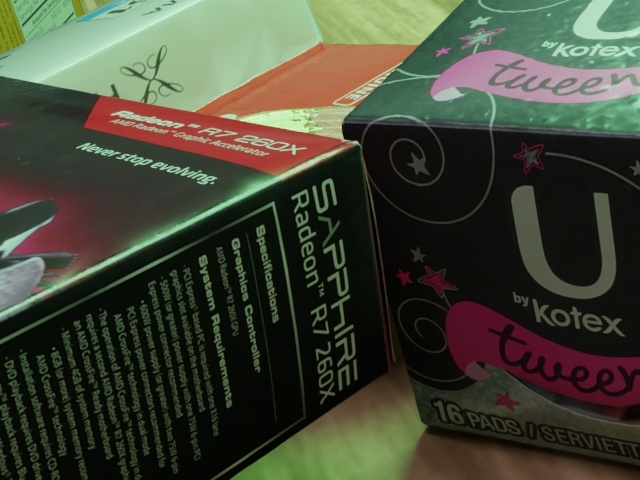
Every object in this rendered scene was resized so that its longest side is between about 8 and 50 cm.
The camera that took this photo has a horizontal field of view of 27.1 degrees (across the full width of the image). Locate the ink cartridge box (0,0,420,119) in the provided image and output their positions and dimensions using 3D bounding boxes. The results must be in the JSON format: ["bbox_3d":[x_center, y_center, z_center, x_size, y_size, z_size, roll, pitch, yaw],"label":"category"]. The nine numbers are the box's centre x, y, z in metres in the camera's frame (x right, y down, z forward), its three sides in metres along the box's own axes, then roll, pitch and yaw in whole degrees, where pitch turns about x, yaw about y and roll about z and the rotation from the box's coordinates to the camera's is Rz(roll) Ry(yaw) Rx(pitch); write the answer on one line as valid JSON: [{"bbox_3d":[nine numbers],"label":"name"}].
[{"bbox_3d":[-0.117,-0.068,0.704,0.296,0.066,0.261,-33,24,-28],"label":"ink cartridge box"}]

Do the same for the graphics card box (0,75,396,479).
[{"bbox_3d":[-0.183,0.052,0.379,0.233,0.094,0.371,15,33,41],"label":"graphics card box"}]

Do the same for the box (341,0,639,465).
[{"bbox_3d":[0.159,-0.016,0.449,0.247,0.142,0.163,6,37,34],"label":"box"}]

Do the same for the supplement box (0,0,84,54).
[{"bbox_3d":[-0.240,-0.127,0.894,0.078,0.080,0.233,-4,30,17],"label":"supplement box"}]

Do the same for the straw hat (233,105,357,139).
[{"bbox_3d":[0.000,0.000,0.578,0.145,0.061,0.144,-2,36,1],"label":"straw hat"}]
